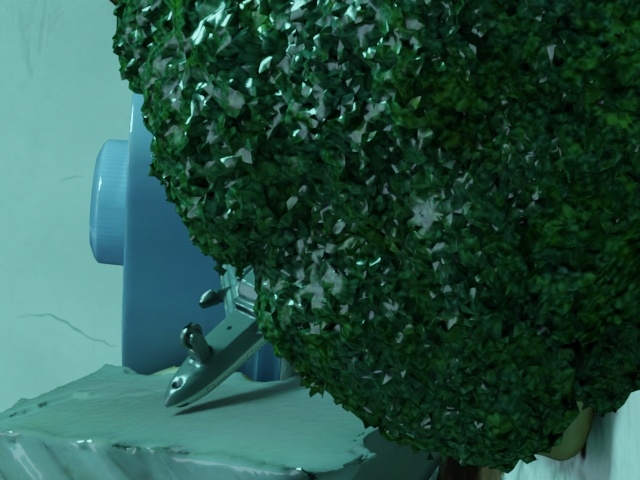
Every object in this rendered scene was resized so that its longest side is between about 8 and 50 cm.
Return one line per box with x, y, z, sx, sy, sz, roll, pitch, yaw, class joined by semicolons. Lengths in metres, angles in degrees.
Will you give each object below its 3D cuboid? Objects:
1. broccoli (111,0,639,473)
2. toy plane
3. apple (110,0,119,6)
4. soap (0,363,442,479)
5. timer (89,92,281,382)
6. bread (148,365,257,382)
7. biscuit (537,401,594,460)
0.071;-0.073;0.710;0.275;0.307;0.308;0;-84;-76;broccoli
-0.019;0.030;1.217;0.226;0.226;0.058;22;135;43;toy plane
-0.016;-0.255;1.244;0.301;0.301;0.302;-174;90;-79;apple
-0.079;0.119;1.196;0.258;0.159;0.302;50;132;22;soap
-0.111;-0.016;1.664;0.395;0.173;0.395;-176;90;-87;timer
-0.085;0.240;1.478;0.305;0.158;0.306;-24;63;60;bread
0.111;-0.065;0.972;0.217;0.044;0.325;-151;66;-77;biscuit
